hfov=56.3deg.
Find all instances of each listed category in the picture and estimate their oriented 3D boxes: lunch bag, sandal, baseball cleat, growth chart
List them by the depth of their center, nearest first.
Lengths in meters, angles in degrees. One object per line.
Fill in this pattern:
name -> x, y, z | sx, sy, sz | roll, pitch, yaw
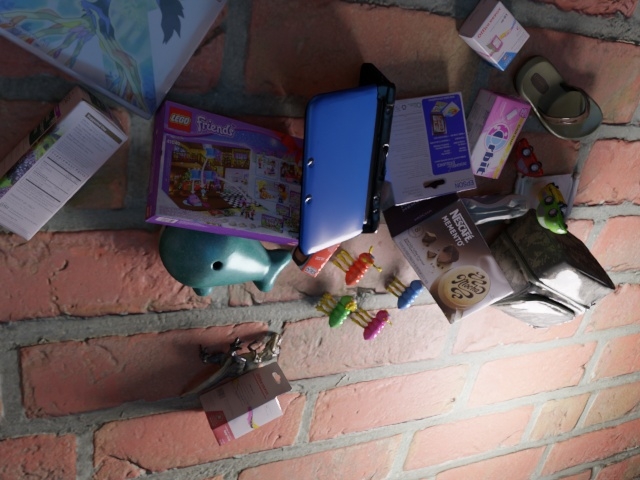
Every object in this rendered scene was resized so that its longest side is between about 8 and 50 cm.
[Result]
sandal -> 0.552, -0.310, 1.365 | 0.303, 0.086, 0.120 | 21, 107, -36
baseball cleat -> 0.389, -0.078, 1.432 | 0.206, 0.109, 0.072 | -1, 105, 6
growth chart -> 0.577, -0.103, 1.548 | 0.237, 0.021, 0.171 | -4, 120, -26
lunch bag -> 0.565, 0.101, 1.555 | 0.305, 0.212, 0.256 | 22, 126, -37

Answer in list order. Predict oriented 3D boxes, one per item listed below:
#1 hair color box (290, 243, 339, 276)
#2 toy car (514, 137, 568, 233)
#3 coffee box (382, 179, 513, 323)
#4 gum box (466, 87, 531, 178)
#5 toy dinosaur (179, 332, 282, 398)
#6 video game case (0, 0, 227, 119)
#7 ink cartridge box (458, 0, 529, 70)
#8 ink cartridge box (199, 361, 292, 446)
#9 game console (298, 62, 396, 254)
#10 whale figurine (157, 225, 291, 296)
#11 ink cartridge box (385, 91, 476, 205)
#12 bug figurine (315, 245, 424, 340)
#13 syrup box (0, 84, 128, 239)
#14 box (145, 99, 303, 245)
hair color box -> 0.000, 0.000, 1.270 | 0.043, 0.072, 0.141 | 28, 102, -38
toy car -> 0.522, -0.098, 1.396 | 0.053, 0.225, 0.239 | -28, 126, 29
coffee box -> 0.290, 0.026, 1.356 | 0.168, 0.119, 0.297 | -30, 119, 12
gum box -> 0.378, -0.240, 1.330 | 0.107, 0.062, 0.188 | 6, 116, -31
toy dinosaur -> -0.207, 0.271, 1.336 | 0.268, 0.064, 0.118 | -25, 134, -8
video game case -> -0.319, -0.385, 0.886 | 0.329, 0.036, 0.300 | 29, 103, -38
ink cartridge box -> 0.352, -0.419, 1.214 | 0.122, 0.052, 0.088 | 28, 104, -36
ink cartridge box -> -0.166, 0.372, 1.381 | 0.198, 0.115, 0.067 | -24, 126, -13
game console -> 0.031, -0.157, 1.100 | 0.174, 0.250, 0.293 | -1, 120, -11
whale figurine -> -0.173, 0.032, 1.149 | 0.272, 0.141, 0.216 | 28, 103, -34
ink cartridge box -> 0.212, -0.190, 1.230 | 0.206, 0.045, 0.208 | -12, 94, -22
bug figurine -> 0.126, 0.136, 1.421 | 0.279, 0.072, 0.216 | 26, 104, -37
syrup box -> -0.426, -0.125, 0.951 | 0.237, 0.093, 0.096 | -45, 129, 3
box -> -0.152, -0.110, 1.061 | 0.293, 0.057, 0.200 | 11, 74, -32
